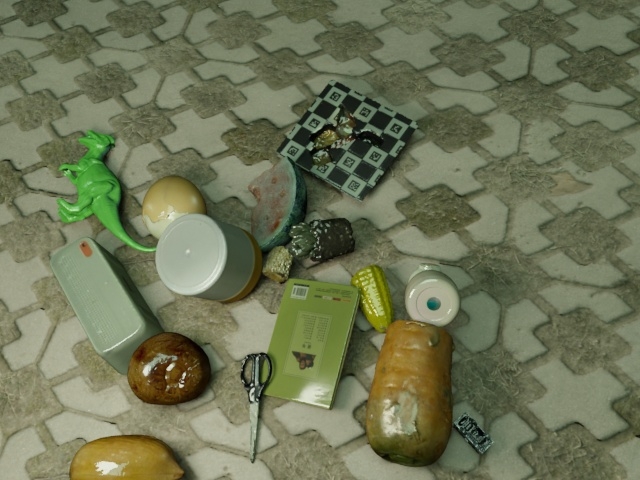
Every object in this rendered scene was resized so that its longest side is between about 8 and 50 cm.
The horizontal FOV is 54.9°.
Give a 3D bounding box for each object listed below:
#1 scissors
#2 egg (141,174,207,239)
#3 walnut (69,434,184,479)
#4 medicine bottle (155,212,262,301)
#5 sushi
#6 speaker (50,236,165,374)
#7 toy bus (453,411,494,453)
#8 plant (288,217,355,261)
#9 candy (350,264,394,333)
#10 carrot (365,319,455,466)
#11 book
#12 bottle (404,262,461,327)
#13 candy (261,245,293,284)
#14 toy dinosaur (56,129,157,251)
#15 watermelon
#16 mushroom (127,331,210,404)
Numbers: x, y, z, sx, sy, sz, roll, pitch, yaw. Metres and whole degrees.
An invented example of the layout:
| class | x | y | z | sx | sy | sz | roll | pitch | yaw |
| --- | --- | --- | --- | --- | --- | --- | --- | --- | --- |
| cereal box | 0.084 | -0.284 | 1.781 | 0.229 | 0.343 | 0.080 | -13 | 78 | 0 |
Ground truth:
| class | x | y | z | sx | sy | sz | roll | pitch | yaw |
| --- | --- | --- | --- | --- | --- | --- | --- | --- | --- |
| scissors | -0.186 | 0.464 | 1.723 | 0.109 | 0.022 | 0.300 | -12 | 65 | 31 |
| egg | -0.461 | -0.101 | 1.950 | 0.201 | 0.201 | 0.245 | -13 | 52 | 0 |
| walnut | -0.502 | 0.607 | 1.606 | 0.297 | 0.203 | 0.203 | 5 | 64 | 5 |
| medicine bottle | -0.323 | 0.055 | 1.803 | 0.237 | 0.232 | 0.238 | -4 | 78 | 21 |
| sushi | 0.090 | -0.329 | 2.076 | 0.359 | 0.064 | 0.343 | 31 | 75 | 18 |
| speaker | -0.635 | 0.185 | 1.835 | 0.183 | 0.184 | 0.406 | -35 | 65 | -10 |
| toy bus | 0.400 | 0.507 | 1.624 | 0.052 | 0.058 | 0.102 | -39 | 71 | -13 |
| plant | 0.000 | 0.000 | 1.874 | 0.194 | 0.132 | 0.129 | -8 | 89 | -12 |
| candy | 0.160 | 0.176 | 1.798 | 0.106 | 0.094 | 0.199 | -20 | 66 | 2 |
| carrot | 0.238 | 0.401 | 1.612 | 0.224 | 0.224 | 0.341 | 8 | 60 | 10 |
| book | -0.033 | 0.285 | 1.765 | 0.239 | 0.035 | 0.352 | 7 | 70 | 24 |
| bottle | 0.307 | 0.143 | 1.735 | 0.147 | 0.236 | 0.148 | 1 | 102 | 5 |
| candy | -0.129 | 0.075 | 1.879 | 0.085 | 0.095 | 0.110 | 33 | 66 | -25 |
| toy dinosaur | -0.675 | -0.164 | 2.080 | 0.499 | 0.144 | 0.375 | 24 | 53 | 7 |
| watermelon | -0.140 | -0.103 | 1.974 | 0.226 | 0.148 | 0.319 | 13 | 80 | 32 |
| mushroom | -0.414 | 0.358 | 1.712 | 0.231 | 0.138 | 0.194 | -7 | 99 | -28 |
